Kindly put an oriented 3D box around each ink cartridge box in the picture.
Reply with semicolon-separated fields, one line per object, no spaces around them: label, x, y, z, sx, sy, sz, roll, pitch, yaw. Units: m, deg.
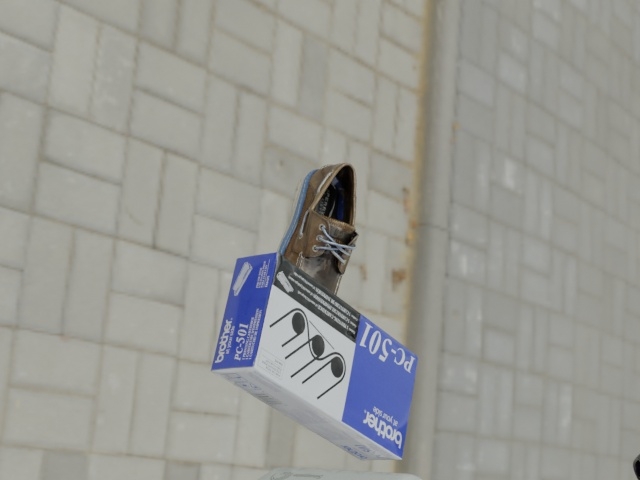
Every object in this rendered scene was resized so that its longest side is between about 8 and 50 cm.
ink cartridge box;0.002;0.099;0.932;0.207;0.046;0.097;39;53;-43

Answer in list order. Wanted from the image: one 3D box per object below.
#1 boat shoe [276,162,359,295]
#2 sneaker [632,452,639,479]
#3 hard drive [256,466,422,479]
boat shoe;0.000;0.000;1.133;0.066;0.066;0.183;21;57;-28
sneaker;0.395;0.219;1.191;0.283;0.124;0.107;-52;145;-34
hard drive;-0.082;0.331;1.172;0.353;0.233;0.047;-25;102;-45
